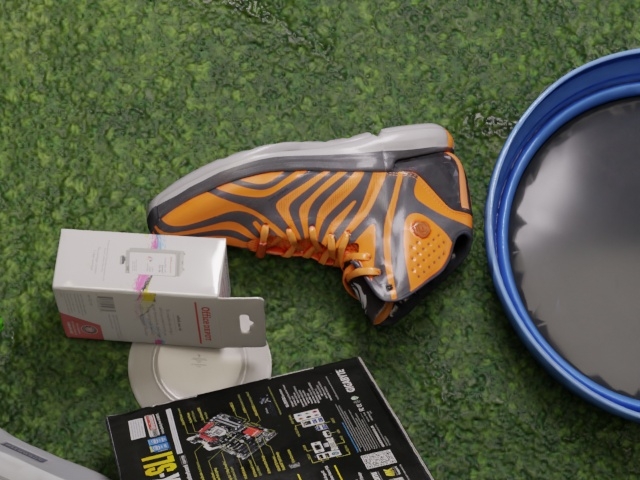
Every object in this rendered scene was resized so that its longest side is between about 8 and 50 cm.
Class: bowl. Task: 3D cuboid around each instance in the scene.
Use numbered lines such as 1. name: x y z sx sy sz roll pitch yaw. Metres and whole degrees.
1. bowl: 0.354 -0.001 1.894 0.391 0.077 0.391 1 75 -4

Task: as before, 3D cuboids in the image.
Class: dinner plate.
1. dinner plate: -0.118 0.122 1.854 0.141 0.017 0.141 1 73 -4

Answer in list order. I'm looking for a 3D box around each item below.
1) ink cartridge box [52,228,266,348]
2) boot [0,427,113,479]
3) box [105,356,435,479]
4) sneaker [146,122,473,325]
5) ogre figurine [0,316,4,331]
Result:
1. ink cartridge box: -0.148 0.048 1.808 0.198 0.115 0.067 4 63 2
2. boot: -0.317 0.243 1.766 0.258 0.095 0.123 22 97 19
3. box: -0.046 0.220 1.684 0.257 0.322 0.079 -15 110 -8
4. sneaker: 0.000 0.000 1.841 0.321 0.124 0.180 -12 75 -8
5. ogre figurine: -0.411 0.050 1.811 0.197 0.097 0.118 48 64 -3
